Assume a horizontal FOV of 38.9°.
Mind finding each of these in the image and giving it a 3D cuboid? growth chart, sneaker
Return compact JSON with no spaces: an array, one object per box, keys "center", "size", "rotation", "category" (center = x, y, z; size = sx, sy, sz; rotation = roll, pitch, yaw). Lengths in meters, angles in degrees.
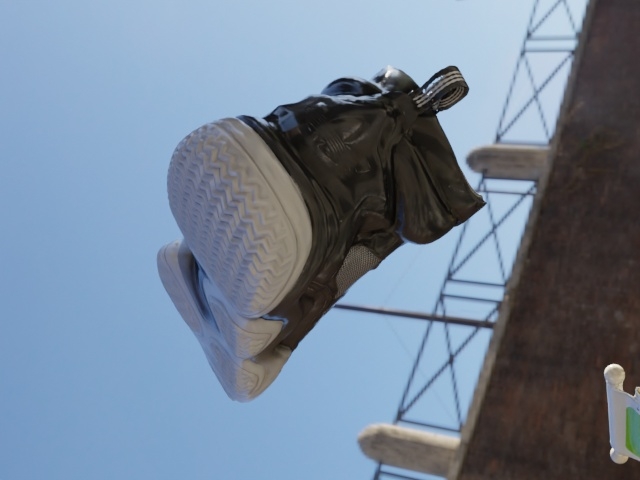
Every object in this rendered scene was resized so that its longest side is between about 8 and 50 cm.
[{"center":[0.307,0.192,0.695],"size":[0.021,0.237,0.172],"rotation":[-36,-51,-13],"category":"growth chart"},{"center":[0.000,0.000,0.490],"size":[0.153,0.101,0.268],"rotation":[-28,-14,-19],"category":"sneaker"}]
